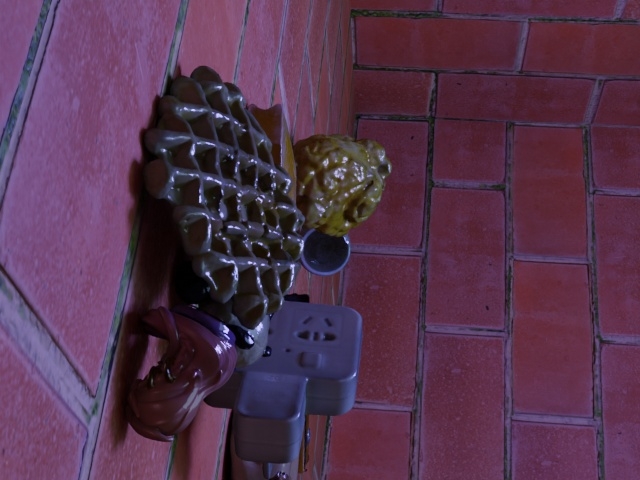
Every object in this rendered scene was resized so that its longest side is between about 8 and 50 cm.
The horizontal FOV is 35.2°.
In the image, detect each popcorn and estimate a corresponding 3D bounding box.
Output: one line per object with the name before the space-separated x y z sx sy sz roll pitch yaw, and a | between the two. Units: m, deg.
popcorn | 0.028 -0.129 2.259 0.241 0.235 0.250 -69 162 3

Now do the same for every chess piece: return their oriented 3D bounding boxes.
chess piece | 0.000 0.000 2.624 0.271 0.139 0.139 -110 -158 -78

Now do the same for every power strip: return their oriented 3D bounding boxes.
power strip | -0.061 0.214 1.470 0.261 0.230 0.141 -80 173 -53

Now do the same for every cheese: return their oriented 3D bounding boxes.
cheese | -0.096 0.377 1.800 0.235 0.117 0.218 -72 166 -57

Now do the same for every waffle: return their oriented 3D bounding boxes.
waffle | -0.107 -0.059 1.223 0.291 0.056 0.309 61 25 -24

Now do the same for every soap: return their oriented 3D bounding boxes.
soap | -0.089 -0.124 1.796 0.232 0.073 0.140 80 10 -63

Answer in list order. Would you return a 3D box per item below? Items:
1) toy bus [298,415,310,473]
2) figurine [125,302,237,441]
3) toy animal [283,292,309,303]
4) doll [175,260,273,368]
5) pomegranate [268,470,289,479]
toy bus | -0.071 0.396 2.143 0.114 0.098 0.201 -63 155 -75
figurine | -0.153 0.140 1.105 0.126 0.114 0.157 46 41 -32
toy animal | -0.074 0.134 1.899 0.210 0.117 0.121 82 6 -55
doll | -0.117 0.065 1.335 0.143 0.135 0.234 85 13 -48
pomegranate | -0.092 0.456 1.459 0.207 0.207 0.207 3 90 -84
